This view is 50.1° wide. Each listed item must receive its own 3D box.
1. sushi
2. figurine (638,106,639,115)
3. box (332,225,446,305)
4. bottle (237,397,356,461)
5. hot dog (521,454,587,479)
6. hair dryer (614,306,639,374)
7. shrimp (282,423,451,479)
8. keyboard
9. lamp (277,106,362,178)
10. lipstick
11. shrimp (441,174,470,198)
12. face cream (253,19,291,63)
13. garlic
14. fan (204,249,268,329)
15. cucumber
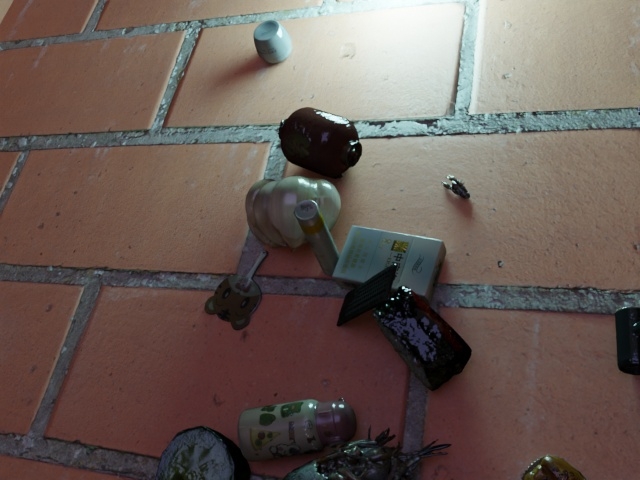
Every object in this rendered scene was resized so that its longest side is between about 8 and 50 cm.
[{"bbox_3d":[0.216,0.216,1.508,0.126,0.136,0.225,-42,66,-6],"label":"sushi"},{"bbox_3d":[0.832,-0.368,1.647,0.115,0.095,0.156,-1,63,34],"label":"figurine"},{"bbox_3d":[0.168,0.058,1.664,0.243,0.067,0.155,9,66,26],"label":"box"},{"bbox_3d":[-0.047,0.411,1.501,0.253,0.120,0.120,-12,57,15],"label":"bottle"},{"bbox_3d":[0.472,0.492,1.290,0.108,0.059,0.191,-45,57,-4],"label":"hot dog"},{"bbox_3d":[0.639,0.167,1.308,0.070,0.255,0.128,9,65,3],"label":"hair dryer"},{"bbox_3d":[0.086,0.482,1.384,0.372,0.137,0.172,-27,27,10],"label":"shrimp"},{"bbox_3d":[0.125,0.115,1.510,0.381,0.041,0.103,-31,36,59],"label":"keyboard"},{"bbox_3d":[0.000,-0.262,1.868,0.258,0.180,0.180,26,72,30],"label":"lamp"},{"bbox_3d":[0.000,0.000,1.645,0.059,0.264,0.059,-8,57,12],"label":"lipstick"},{"bbox_3d":[0.344,-0.139,1.735,0.029,0.038,0.092,-16,40,-43],"label":"shrimp"},{"bbox_3d":[-0.153,-0.634,2.187,0.117,0.104,0.117,-10,56,15],"label":"face cream"},{"bbox_3d":[-0.083,-0.070,1.773,0.281,0.185,0.203,-1,80,19],"label":"garlic"},{"bbox_3d":[-0.201,0.120,1.807,0.153,0.008,0.226,22,71,31],"label":"fan"},{"bbox_3d":[-0.253,0.511,1.525,0.191,0.130,0.191,-6,65,14],"label":"cucumber"}]
